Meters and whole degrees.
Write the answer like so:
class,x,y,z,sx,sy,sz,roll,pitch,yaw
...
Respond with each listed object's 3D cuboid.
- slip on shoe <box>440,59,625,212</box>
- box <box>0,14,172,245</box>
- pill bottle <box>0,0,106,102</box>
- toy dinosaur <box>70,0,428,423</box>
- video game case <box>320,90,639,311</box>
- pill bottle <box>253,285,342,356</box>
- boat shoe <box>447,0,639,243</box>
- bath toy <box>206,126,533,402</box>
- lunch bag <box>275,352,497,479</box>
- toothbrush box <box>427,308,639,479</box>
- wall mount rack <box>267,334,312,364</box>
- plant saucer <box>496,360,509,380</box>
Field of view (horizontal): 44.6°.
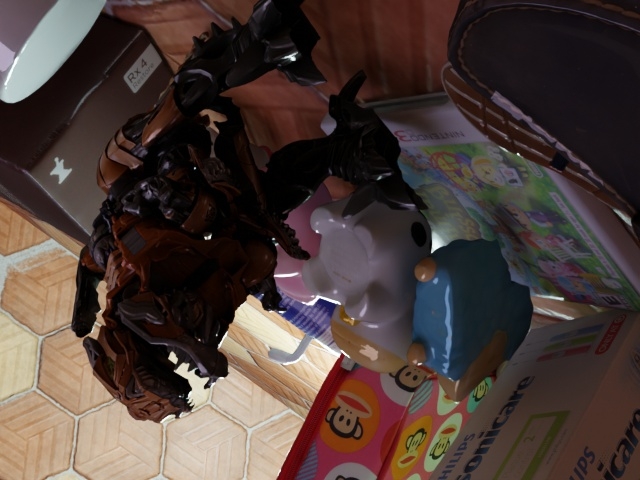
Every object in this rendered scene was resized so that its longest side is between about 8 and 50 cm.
class,x,y,z,sx,sy,sz,roll,pitch,yaw
slip on shoe,0.129,-0.066,0.421,0.135,0.041,0.051,32,163,9
box,-0.257,-0.117,0.774,0.203,0.168,0.167,26,160,28
pill bottle,-0.300,-0.236,0.556,0.278,0.162,0.162,38,162,-9
toy dinosaur,-0.077,-0.049,0.496,0.164,0.218,0.322,31,-146,-56
video game case,0.122,-0.025,0.572,0.212,0.023,0.193,44,160,-27
pill bottle,-0.019,0.026,0.815,0.186,0.112,0.112,35,163,-4
boat shoe,0.200,-0.006,0.303,0.355,0.130,0.132,30,162,13
bath toy,0.000,0.000,0.654,0.348,0.129,0.152,29,122,36
lunch bag,0.097,0.196,0.811,0.120,0.258,0.293,27,-175,32
toothbrush box,0.231,0.223,0.570,0.283,0.206,0.122,53,143,-7
wall mount rack,-0.160,0.030,1.049,0.304,0.130,0.350,24,159,30
plant saucer,0.298,0.183,0.743,0.277,0.041,0.278,34,160,14
